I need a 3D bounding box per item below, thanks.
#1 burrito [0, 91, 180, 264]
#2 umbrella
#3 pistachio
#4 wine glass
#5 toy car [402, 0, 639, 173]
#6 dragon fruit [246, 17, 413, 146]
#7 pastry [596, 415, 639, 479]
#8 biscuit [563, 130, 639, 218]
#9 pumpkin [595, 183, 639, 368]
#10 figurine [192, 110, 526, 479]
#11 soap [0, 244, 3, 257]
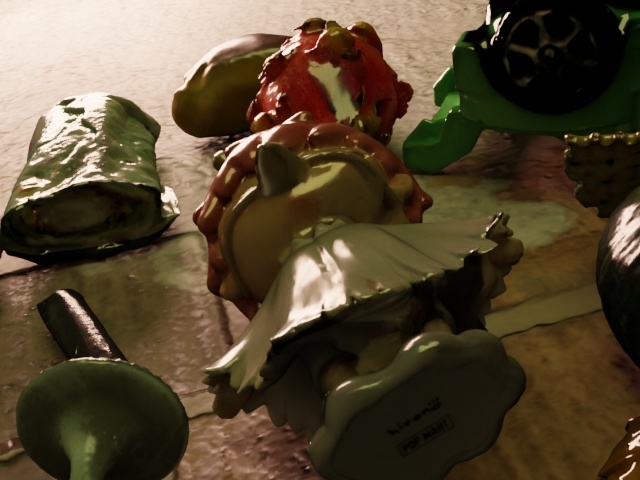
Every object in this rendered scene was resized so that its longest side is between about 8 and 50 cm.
[{"bbox_3d":[-0.205,-0.068,0.928,0.144,0.089,0.229,-10,32,-8],"label":"burrito"},{"bbox_3d":[-0.163,0.072,0.726,0.036,0.031,0.133,-44,38,-6],"label":"umbrella"},{"bbox_3d":[-0.053,-0.155,1.016,0.189,0.100,0.110,-7,34,7],"label":"pistachio"},{"bbox_3d":[-0.206,0.190,0.463,0.264,0.096,0.309,-5,31,4],"label":"wine glass"},{"bbox_3d":[0.252,-0.153,0.864,0.358,0.176,0.213,4,33,16],"label":"toy car"},{"bbox_3d":[0.006,-0.104,0.888,0.133,0.150,0.208,22,35,-9],"label":"dragon fruit"},{"bbox_3d":[0.211,0.140,0.428,0.229,0.100,0.218,24,48,37],"label":"pastry"},{"bbox_3d":[0.263,-0.038,0.696,0.203,0.144,0.016,-3,65,10],"label":"biscuit"},{"bbox_3d":[0.244,0.018,0.602,0.167,0.125,0.167,-20,21,8],"label":"pumpkin"},{"bbox_3d":[0.000,0.000,0.662,0.207,0.166,0.387,-32,33,2],"label":"figurine"},{"bbox_3d":[-0.386,-0.036,0.856,0.250,0.162,0.099,9,40,32],"label":"soap"}]
